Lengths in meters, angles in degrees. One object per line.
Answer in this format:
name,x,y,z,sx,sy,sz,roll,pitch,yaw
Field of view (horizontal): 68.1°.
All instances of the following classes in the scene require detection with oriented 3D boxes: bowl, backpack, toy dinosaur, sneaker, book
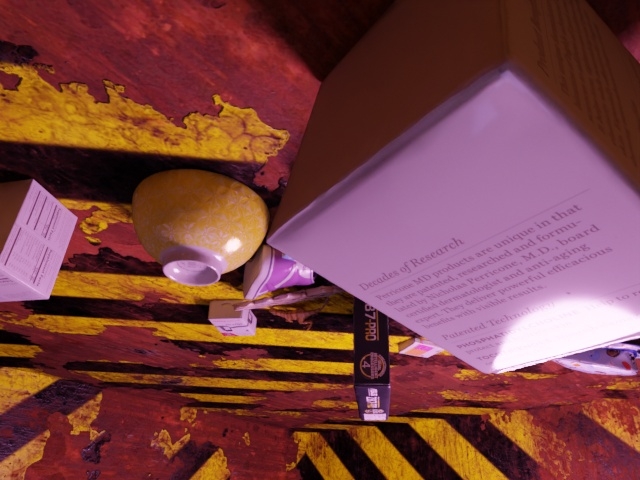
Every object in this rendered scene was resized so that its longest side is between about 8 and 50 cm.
bowl,-0.255,0.001,0.987,0.288,0.156,0.290,1,149,1
backpack,0.737,0.249,1.254,0.276,0.214,0.263,7,174,41
toy dinosaur,-0.054,0.227,1.444,0.211,0.064,0.112,-10,146,17
sneaker,-0.098,0.092,1.160,0.160,0.102,0.282,7,163,-20
book,0.370,0.393,1.732,0.144,0.035,0.096,19,142,-27

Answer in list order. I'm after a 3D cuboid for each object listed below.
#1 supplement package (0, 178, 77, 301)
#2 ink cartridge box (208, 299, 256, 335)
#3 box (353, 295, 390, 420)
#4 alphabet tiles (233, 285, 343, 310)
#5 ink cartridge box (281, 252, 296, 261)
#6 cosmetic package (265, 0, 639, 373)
supplement package,-0.682,0.008,0.971,0.261,0.204,0.145,-5,148,11
ink cartridge box,-0.274,0.245,1.483,0.109,0.063,0.151,-3,149,8
box,0.140,0.291,1.293,0.097,0.319,0.395,-3,148,6
alphabet tiles,-0.086,0.155,1.278,0.283,0.021,0.278,-14,170,25
ink cartridge box,0.000,0.000,1.033,0.143,0.092,0.090,18,146,-24
cosmetic package,0.212,-0.088,0.587,0.393,0.330,0.327,32,140,-22
